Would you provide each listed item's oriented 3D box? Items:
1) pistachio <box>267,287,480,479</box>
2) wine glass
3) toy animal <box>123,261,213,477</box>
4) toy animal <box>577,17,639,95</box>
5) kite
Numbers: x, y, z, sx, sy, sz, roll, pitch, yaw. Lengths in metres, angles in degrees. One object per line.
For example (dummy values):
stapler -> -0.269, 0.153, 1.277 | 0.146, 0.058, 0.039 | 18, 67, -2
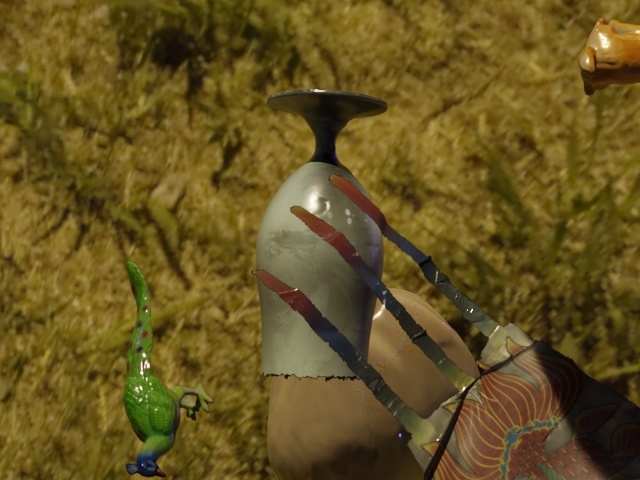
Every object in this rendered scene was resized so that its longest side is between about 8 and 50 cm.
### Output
pistachio -> 0.053, 0.192, 1.420 | 0.226, 0.332, 0.208 | 14, 32, 5
wine glass -> 0.000, 0.000, 0.962 | 0.093, 0.093, 0.202 | 6, 84, -18
toy animal -> -0.132, 0.113, 1.148 | 0.075, 0.041, 0.217 | 21, 43, -29
toy animal -> 0.208, -0.110, 0.836 | 0.083, 0.060, 0.081 | 16, 15, 29
kite -> 0.063, 0.072, 0.603 | 0.229, 0.016, 0.127 | 43, 63, -6
